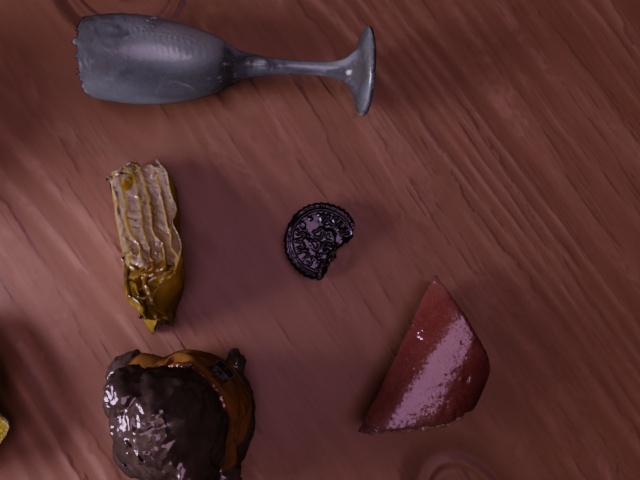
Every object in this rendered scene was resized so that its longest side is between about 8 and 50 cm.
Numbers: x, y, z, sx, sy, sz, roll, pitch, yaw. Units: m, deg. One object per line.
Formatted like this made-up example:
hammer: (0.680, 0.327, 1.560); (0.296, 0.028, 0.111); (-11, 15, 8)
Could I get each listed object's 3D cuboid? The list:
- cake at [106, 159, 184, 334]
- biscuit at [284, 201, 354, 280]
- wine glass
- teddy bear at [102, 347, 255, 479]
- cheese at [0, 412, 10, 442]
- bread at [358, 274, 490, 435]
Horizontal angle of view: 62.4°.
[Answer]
cake: (-0.179, 0.011, 0.583); (0.079, 0.116, 0.185); (-19, 55, -13)
biscuit: (0.000, 0.000, 0.612); (0.087, 0.027, 0.089); (-12, 85, -8)
wine glass: (-0.098, -0.278, 0.590); (0.309, 0.096, 0.265); (1, 86, -7)
teddy bear: (-0.129, 0.167, 0.497); (0.140, 0.190, 0.177); (-43, 86, -3)
cheese: (-0.434, 0.136, 0.518); (0.270, 0.069, 0.177); (32, 80, -1)
bread: (0.135, 0.149, 0.594); (0.119, 0.067, 0.193); (28, 82, -4)
